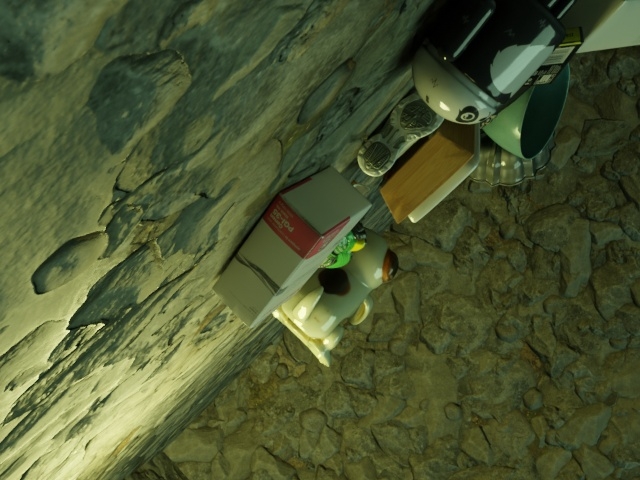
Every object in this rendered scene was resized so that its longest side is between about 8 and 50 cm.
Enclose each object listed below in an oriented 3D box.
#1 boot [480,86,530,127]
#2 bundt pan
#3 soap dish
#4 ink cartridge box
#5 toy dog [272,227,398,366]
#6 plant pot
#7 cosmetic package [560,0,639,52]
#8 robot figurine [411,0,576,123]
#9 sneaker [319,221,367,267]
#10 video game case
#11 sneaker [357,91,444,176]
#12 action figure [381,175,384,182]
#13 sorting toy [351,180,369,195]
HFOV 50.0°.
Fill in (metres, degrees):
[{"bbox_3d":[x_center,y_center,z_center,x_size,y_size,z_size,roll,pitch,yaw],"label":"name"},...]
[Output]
[{"bbox_3d":[0.426,-0.402,1.609,0.284,0.138,0.377,-40,167,24],"label":"boot"},{"bbox_3d":[0.555,-0.336,2.101,0.331,0.331,0.124,-44,155,-7],"label":"bundt pan"},{"bbox_3d":[0.245,-0.194,1.539,0.229,0.118,0.291,-45,-166,32],"label":"soap dish"},{"bbox_3d":[-0.058,0.013,1.325,0.283,0.117,0.207,-50,171,35],"label":"ink cartridge box"},{"bbox_3d":[0.048,0.128,2.184,0.408,0.284,0.395,-44,155,-14],"label":"toy dog"},{"bbox_3d":[0.538,-0.393,1.915,0.290,0.195,0.290,-35,138,-39],"label":"plant pot"},{"bbox_3d":[0.634,-0.530,1.458,0.366,0.197,0.155,-16,158,-34],"label":"cosmetic package"},{"bbox_3d":[0.274,-0.315,1.093,0.278,0.209,0.173,-48,-152,21],"label":"robot figurine"},{"bbox_3d":[0.000,0.000,1.682,0.146,0.134,0.343,-17,170,-12],"label":"sneaker"},{"bbox_3d":[0.370,-0.355,1.388,0.248,0.035,0.275,-5,176,6],"label":"video game case"},{"bbox_3d":[0.175,-0.235,1.428,0.232,0.090,0.115,-39,-177,22],"label":"sneaker"},{"bbox_3d":[0.275,-0.180,1.931,0.137,0.063,0.232,-54,-155,-5],"label":"action figure"},{"bbox_3d":[0.070,-0.106,1.699,0.083,0.045,0.075,-44,-179,-18],"label":"sorting toy"}]
